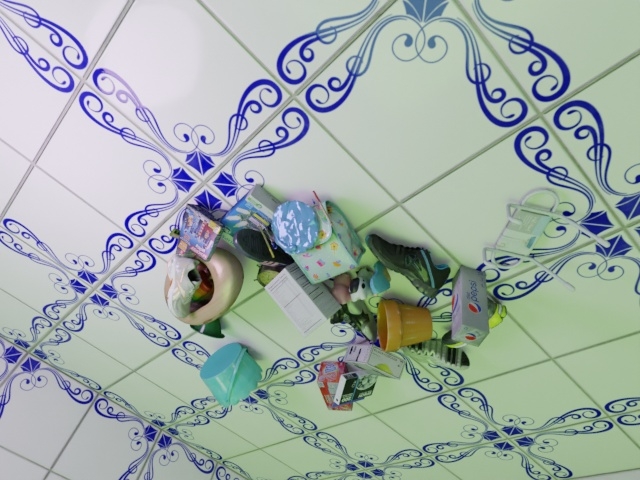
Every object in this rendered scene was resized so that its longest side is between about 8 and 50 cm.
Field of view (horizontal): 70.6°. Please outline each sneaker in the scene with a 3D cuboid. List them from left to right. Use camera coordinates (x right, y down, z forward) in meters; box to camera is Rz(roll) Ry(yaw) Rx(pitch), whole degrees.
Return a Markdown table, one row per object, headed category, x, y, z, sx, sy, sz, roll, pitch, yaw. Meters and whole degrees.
| category | x | y | z | sx | sy | sz | roll | pitch | yaw |
| --- | --- | --- | --- | --- | --- | --- | --- | --- | --- |
| sneaker | -0.514 | 0.185 | 1.735 | 0.121 | 0.099 | 0.262 | 7 | 110 | 14 |
| sneaker | -0.232 | 0.042 | 1.675 | 0.131 | 0.112 | 0.319 | -10 | 158 | 32 |
| sneaker | 0.133 | 0.336 | 1.915 | 0.153 | 0.101 | 0.268 | -17 | 118 | 27 |
| sneaker | 0.315 | 0.063 | 1.642 | 0.341 | 0.125 | 0.139 | 34 | 102 | -11 |
| sneaker | 0.495 | 0.491 | 1.955 | 0.293 | 0.110 | 0.118 | 18 | 140 | 10 |
| sneaker | 0.581 | 0.316 | 1.787 | 0.121 | 0.111 | 0.300 | 38 | 124 | -5 |

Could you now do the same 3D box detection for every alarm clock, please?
| category | x | y | z | sx | sy | sz | roll | pitch | yaw |
| --- | --- | --- | --- | --- | --- | --- | --- | --- | --- |
| alarm clock | -0.173 | 0.148 | 1.852 | 0.192 | 0.064 | 0.129 | 16 | 136 | -3 |

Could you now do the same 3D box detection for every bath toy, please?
| category | x | y | z | sx | sy | sz | roll | pitch | yaw |
| --- | --- | --- | --- | --- | --- | --- | --- | --- | --- |
| bath toy | 0.099 | 0.179 | 1.771 | 0.349 | 0.151 | 0.128 | -20 | 85 | 32 |

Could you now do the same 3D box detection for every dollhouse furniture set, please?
| category | x | y | z | sx | sy | sz | roll | pitch | yaw |
| --- | --- | --- | --- | --- | --- | --- | --- | --- | --- |
| dollhouse furniture set | -0.541 | 0.015 | 1.777 | 0.076 | 0.151 | 0.059 | -46 | 139 | 15 |

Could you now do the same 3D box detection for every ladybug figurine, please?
| category | x | y | z | sx | sy | sz | roll | pitch | yaw |
| --- | --- | --- | --- | --- | --- | --- | --- | --- | --- |
| ladybug figurine | -0.472 | 0.181 | 1.858 | 0.450 | 0.162 | 0.304 | -27 | 82 | 33 |

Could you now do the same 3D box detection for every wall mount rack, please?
| category | x | y | z | sx | sy | sz | roll | pitch | yaw |
| --- | --- | --- | --- | --- | --- | --- | --- | --- | --- |
| wall mount rack | 0.712 | 0.017 | 1.464 | 0.305 | 0.130 | 0.349 | 14 | 133 | 3 |

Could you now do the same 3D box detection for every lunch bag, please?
| category | x | y | z | sx | sy | sz | roll | pitch | yaw |
| --- | --- | --- | --- | --- | --- | --- | --- | --- | --- |
| lunch bag | 0.000 | 0.000 | 1.622 | 0.224 | 0.160 | 0.262 | -24 | 110 | 31 |

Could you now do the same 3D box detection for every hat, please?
| category | x | y | z | sx | sy | sz | roll | pitch | yaw |
| --- | --- | --- | --- | --- | --- | --- | --- | --- | --- |
| hat | -0.508 | 0.348 | 2.139 | 0.173 | 0.183 | 0.208 | 20 | 176 | 11 |

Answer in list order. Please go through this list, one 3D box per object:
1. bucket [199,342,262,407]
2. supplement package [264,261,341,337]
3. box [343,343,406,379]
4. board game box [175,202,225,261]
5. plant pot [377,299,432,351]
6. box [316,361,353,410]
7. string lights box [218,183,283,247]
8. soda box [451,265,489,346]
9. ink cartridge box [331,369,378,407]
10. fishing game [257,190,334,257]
| category | x | y | z | sx | sy | sz | roll | pitch | yaw |
| --- | --- | --- | --- | --- | --- | --- | --- | --- | --- |
| bucket | -0.441 | 0.651 | 2.223 | 0.281 | 0.281 | 0.183 | -21 | 114 | 29 |
| supplement package | -0.065 | 0.213 | 1.702 | 0.139 | 0.134 | 0.244 | -43 | 82 | 29 |
| box | 0.227 | 0.522 | 1.964 | 0.169 | 0.087 | 0.290 | 28 | 162 | -10 |
| board game box | -0.454 | -0.009 | 1.684 | 0.194 | 0.060 | 0.194 | 33 | 104 | 26 |
| plant pot | 0.339 | 0.339 | 1.809 | 0.188 | 0.205 | 0.205 | -1 | 131 | -5 |
| box | 0.080 | 0.724 | 2.241 | 0.128 | 0.122 | 0.256 | -4 | 128 | 18 |
| string lights box | -0.269 | -0.081 | 1.673 | 0.133 | 0.076 | 0.260 | 38 | 129 | -20 |
| soda box | 0.522 | 0.224 | 1.586 | 0.098 | 0.286 | 0.091 | 16 | 133 | 1 |
| ink cartridge box | 0.167 | 0.710 | 2.149 | 0.207 | 0.045 | 0.208 | -2 | 118 | -33 |
| fishing game | -0.083 | -0.045 | 1.556 | 0.264 | 0.041 | 0.189 | -32 | 82 | 23 |
